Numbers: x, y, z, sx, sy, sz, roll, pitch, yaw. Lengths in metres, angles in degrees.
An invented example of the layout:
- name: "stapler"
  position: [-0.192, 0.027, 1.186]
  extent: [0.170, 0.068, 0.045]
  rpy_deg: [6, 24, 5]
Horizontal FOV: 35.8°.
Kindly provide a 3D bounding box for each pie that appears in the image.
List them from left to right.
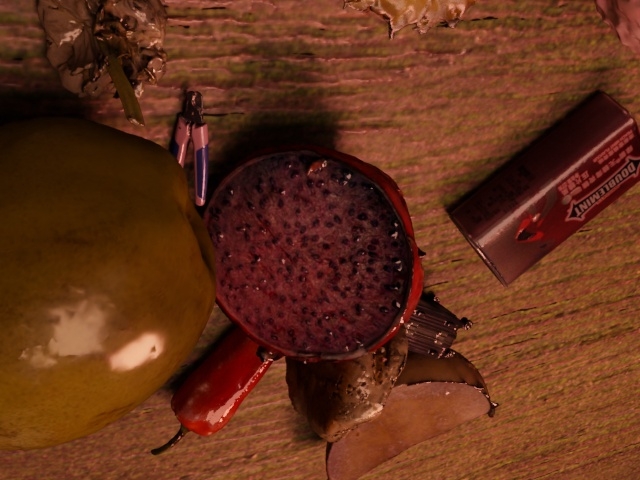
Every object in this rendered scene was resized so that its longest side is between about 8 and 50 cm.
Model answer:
- name: "pie"
  position: [0.018, 0.124, 1.052]
  extent: [0.079, 0.193, 0.163]
  rpy_deg: [22, 109, -27]

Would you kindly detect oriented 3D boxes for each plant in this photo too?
- name: "plant"
  position: [-0.164, -0.145, 0.759]
  extent: [0.104, 0.122, 0.116]
  rpy_deg: [-23, 144, 5]

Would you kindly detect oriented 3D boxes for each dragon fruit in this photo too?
- name: "dragon fruit"
  position: [0.004, 0.000, 0.969]
  extent: [0.224, 0.218, 0.148]
  rpy_deg: [-51, 177, 28]

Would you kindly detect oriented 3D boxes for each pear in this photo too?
- name: "pear"
  position: [-0.235, 0.037, 0.787]
  extent: [0.307, 0.253, 0.253]
  rpy_deg: [-17, 135, -7]

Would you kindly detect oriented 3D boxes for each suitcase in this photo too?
- name: "suitcase"
  position: [0.102, 0.088, 1.143]
  extent: [0.126, 0.086, 0.059]
  rpy_deg: [22, 99, -42]

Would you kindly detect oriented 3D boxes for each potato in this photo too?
- name: "potato"
  position: [0.080, 0.199, 1.221]
  extent: [0.243, 0.098, 0.138]
  rpy_deg: [-31, 131, 14]

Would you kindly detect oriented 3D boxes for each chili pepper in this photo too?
- name: "chili pepper"
  position: [-0.095, 0.143, 1.084]
  extent: [0.272, 0.071, 0.063]
  rpy_deg: [-48, 139, 12]

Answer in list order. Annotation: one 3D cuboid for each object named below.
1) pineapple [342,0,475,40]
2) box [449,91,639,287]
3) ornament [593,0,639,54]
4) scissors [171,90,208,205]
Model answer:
- name: "pineapple"
  position: [0.085, -0.272, 0.847]
  extent: [0.221, 0.047, 0.221]
  rpy_deg: [-15, 130, -19]
- name: "box"
  position: [0.264, -0.055, 1.125]
  extent: [0.224, 0.069, 0.120]
  rpy_deg: [-39, 136, 3]
- name: "ornament"
  position: [0.357, -0.260, 0.870]
  extent: [0.259, 0.259, 0.225]
  rpy_deg: [-1, 153, -30]
- name: "scissors"
  position: [-0.119, -0.084, 0.900]
  extent: [0.039, 0.012, 0.113]
  rpy_deg: [16, 123, 11]
